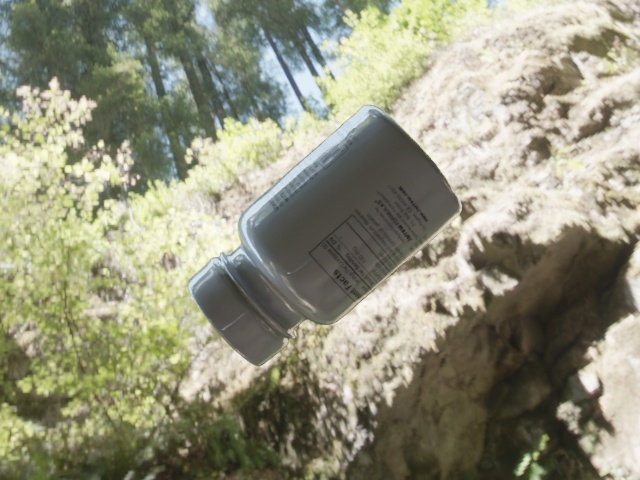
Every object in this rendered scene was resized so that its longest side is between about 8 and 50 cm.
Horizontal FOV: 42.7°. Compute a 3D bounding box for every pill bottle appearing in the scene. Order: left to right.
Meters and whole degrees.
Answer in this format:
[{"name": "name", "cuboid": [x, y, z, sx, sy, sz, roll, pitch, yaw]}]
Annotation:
[{"name": "pill bottle", "cuboid": [0.000, 0.000, 0.729, 0.229, 0.131, 0.131, -41, -51, 2]}]
